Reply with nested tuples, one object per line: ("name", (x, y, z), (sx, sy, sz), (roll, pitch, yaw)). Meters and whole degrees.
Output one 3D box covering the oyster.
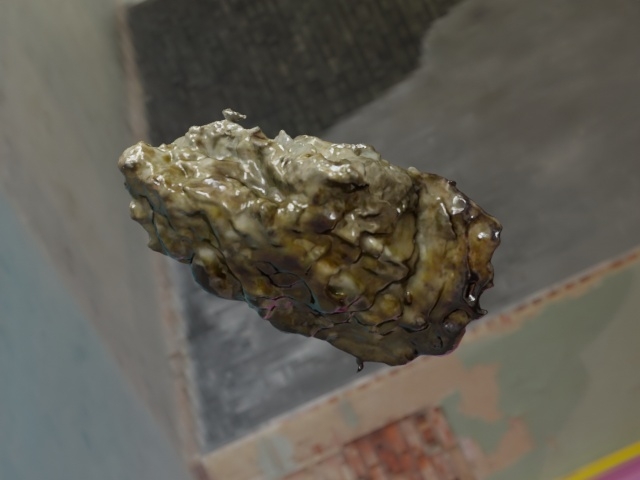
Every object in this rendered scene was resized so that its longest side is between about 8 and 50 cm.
("oyster", (-0.008, -0.002, 0.751), (0.177, 0.105, 0.056), (32, 32, -5))
